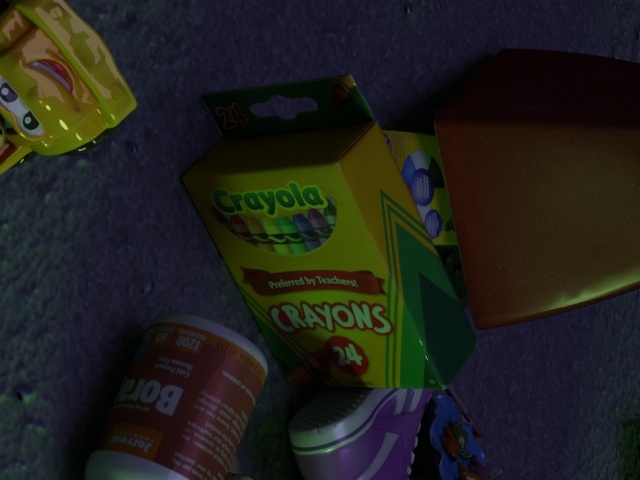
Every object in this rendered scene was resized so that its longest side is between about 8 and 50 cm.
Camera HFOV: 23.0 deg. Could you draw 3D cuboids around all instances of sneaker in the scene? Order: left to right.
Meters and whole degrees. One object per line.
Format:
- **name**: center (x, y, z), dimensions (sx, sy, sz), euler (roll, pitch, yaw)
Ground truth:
- **sneaker**: center (0.064, 0.211, 1.643), dimensions (0.282, 0.102, 0.161), euler (-35, 109, -53)

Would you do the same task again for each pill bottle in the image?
- **pill bottle**: center (-0.137, 0.184, 1.410), dimensions (0.121, 0.121, 0.216), euler (45, 55, -38)

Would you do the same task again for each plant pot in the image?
- **plant pot**: center (0.305, -0.070, 1.804), dimensions (0.267, 0.236, 0.267), euler (-43, 126, -56)

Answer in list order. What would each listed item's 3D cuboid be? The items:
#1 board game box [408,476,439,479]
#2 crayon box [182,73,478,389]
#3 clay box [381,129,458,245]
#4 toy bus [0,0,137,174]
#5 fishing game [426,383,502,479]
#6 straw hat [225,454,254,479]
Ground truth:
- **board game box**: center (0.056, 0.321, 1.697), dimensions (0.201, 0.035, 0.136), euler (14, 77, -48)
- **crayon box**: center (0.000, 0.000, 1.523), dimensions (0.081, 0.202, 0.318), euler (-48, 122, -39)
- **clay box**: center (0.086, -0.056, 1.739), dimensions (0.222, 0.053, 0.127), euler (-1, 88, -50)
- **toy bus**: center (-0.282, -0.088, 1.192), dimensions (0.211, 0.220, 0.149), euler (-51, 122, -30)
- **fishing game**: center (0.169, 0.251, 1.741), dimensions (0.189, 0.041, 0.264), euler (56, 18, -30)
- **straw hat**: center (-0.088, 0.256, 1.499), dimensions (0.144, 0.061, 0.144), euler (5, 84, -58)
